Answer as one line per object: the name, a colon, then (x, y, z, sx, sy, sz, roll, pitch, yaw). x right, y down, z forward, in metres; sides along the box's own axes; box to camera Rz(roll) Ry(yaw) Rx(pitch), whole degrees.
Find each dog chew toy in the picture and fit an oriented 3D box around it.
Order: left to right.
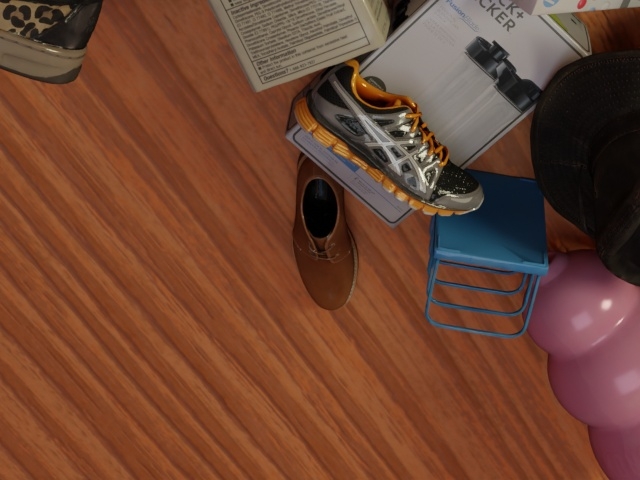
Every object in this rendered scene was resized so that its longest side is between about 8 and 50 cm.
dog chew toy: (0.352, 0.145, 1.578, 0.207, 0.206, 0.332, -36, 104, 24)

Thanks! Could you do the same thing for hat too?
hat: (0.342, -0.036, 1.395, 0.331, 0.134, 0.331, 16, 145, 11)

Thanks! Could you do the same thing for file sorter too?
file sorter: (0.176, 0.012, 1.527, 0.118, 0.170, 0.104, 9, 124, 1)

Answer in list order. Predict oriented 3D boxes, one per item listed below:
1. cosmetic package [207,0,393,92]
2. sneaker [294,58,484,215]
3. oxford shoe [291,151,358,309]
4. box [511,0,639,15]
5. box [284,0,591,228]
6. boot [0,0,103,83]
cosmetic package: (-0.054, -0.316, 1.375, 0.153, 0.129, 0.296, -16, 119, 18)
sneaker: (0.080, -0.100, 1.418, 0.215, 0.084, 0.083, 31, 115, -12)
oxford shoe: (0.000, 0.000, 1.594, 0.076, 0.076, 0.212, -4, 122, 6)
box: (0.278, -0.290, 1.340, 0.186, 0.038, 0.145, -10, 133, -37)
box: (0.120, -0.168, 1.470, 0.169, 0.087, 0.290, 41, 116, -18)
boot: (-0.315, -0.320, 1.197, 0.377, 0.138, 0.284, 24, 111, -29)
